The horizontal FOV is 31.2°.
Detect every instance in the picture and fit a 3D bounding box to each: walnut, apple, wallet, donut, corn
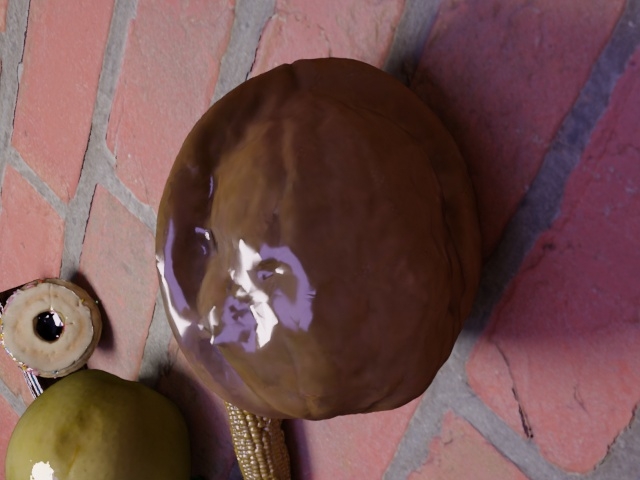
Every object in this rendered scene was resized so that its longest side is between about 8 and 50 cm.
[{"bbox_3d":[0.000,0.012,1.276,0.384,0.384,0.383,22,122,39],"label":"walnut"},{"bbox_3d":[-0.346,0.343,1.816,0.292,0.292,0.254,8,71,45],"label":"apple"},{"bbox_3d":[-0.486,0.184,2.012,0.042,0.124,0.230,-25,88,32],"label":"wallet"},{"bbox_3d":[-0.456,0.148,1.940,0.174,0.175,0.068,62,167,6],"label":"donut"},{"bbox_3d":[-0.093,0.255,1.661,0.086,0.086,0.288,4,111,46],"label":"corn"}]

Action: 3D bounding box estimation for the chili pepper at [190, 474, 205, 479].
[{"bbox_3d":[-0.248,0.503,1.944,0.279,0.065,0.122,-48,49,42],"label":"chili pepper"}]
